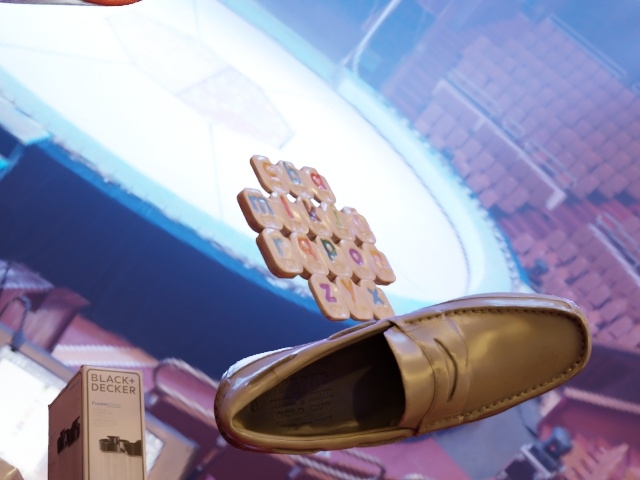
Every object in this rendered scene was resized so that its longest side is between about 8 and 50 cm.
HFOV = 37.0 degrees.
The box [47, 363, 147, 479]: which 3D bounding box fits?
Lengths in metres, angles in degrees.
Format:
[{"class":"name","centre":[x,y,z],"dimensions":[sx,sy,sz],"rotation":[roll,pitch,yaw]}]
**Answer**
[{"class":"box","centre":[-0.300,0.330,1.271],"dimensions":[0.087,0.169,0.289],"rotation":[9,56,-30]}]

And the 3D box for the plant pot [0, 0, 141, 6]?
[{"class":"plant pot","centre":[-0.305,-0.360,0.974],"dimensions":[0.243,0.274,0.275],"rotation":[-1,-7,35]}]

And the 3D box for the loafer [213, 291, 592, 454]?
[{"class":"loafer","centre":[0.072,0.114,0.777],"dimensions":[0.111,0.320,0.112],"rotation":[-170,-115,-86]}]

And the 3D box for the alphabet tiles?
[{"class":"alphabet tiles","centre":[0.000,0.000,1.361],"dimensions":[0.284,0.021,0.278],"rotation":[7,49,-52]}]

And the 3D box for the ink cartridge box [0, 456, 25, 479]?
[{"class":"ink cartridge box","centre":[-0.611,0.440,1.529],"dimensions":[0.168,0.171,0.232],"rotation":[30,62,8]}]
